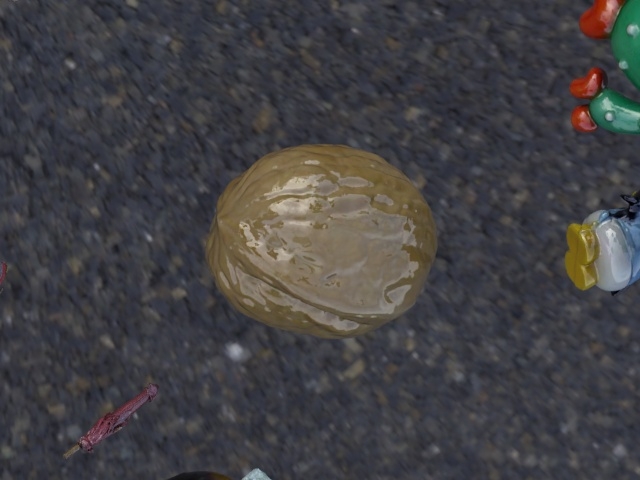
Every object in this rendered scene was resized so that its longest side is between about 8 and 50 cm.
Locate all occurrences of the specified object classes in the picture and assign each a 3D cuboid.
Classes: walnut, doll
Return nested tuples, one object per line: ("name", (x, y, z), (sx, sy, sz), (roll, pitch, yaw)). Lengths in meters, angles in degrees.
("walnut", (0.000, 0.000, 1.626), (0.261, 0.225, 0.225), (14, 101, -33))
("doll", (0.464, -0.025, 1.933), (0.314, 0.141, 0.177), (-17, 132, -16))

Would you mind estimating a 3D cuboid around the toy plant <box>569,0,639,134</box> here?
("toy plant", (0.450, -0.143, 1.674), (0.185, 0.279, 0.400), (-28, 86, -23))

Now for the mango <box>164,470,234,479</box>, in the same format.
("mango", (-0.147, 0.315, 1.180), (0.287, 0.201, 0.153), (-26, 132, 5))

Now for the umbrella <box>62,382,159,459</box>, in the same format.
("umbrella", (-0.259, 0.226, 1.868), (0.165, 0.025, 0.027), (-38, 100, -40))

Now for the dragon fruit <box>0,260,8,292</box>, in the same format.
("dragon fruit", (-0.412, 0.051, 1.778), (0.056, 0.083, 0.060), (5, 84, 25))

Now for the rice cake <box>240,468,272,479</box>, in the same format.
("rice cake", (-0.114, 0.325, 1.681), (0.038, 0.211, 0.124), (44, 60, 6))
